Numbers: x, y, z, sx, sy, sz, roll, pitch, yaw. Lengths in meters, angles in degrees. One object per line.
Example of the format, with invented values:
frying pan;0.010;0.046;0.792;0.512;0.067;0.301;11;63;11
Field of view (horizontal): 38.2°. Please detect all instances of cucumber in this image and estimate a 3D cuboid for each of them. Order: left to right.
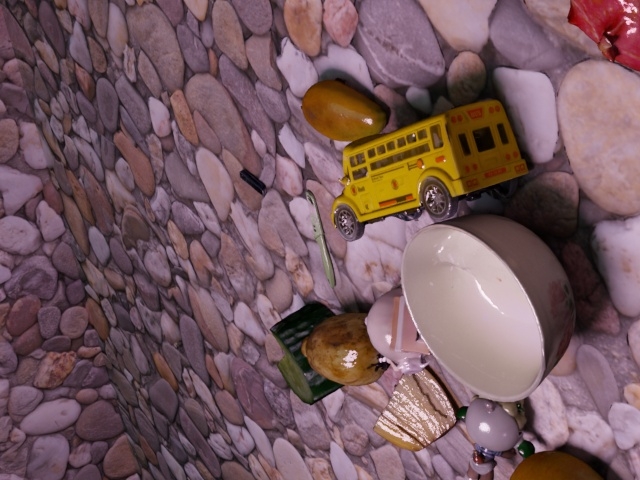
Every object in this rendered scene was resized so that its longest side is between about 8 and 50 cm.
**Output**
cucumber;-0.011;0.244;1.902;0.191;0.130;0.191;47;152;35

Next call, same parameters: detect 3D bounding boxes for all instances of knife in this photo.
knife;0.000;0.000;1.790;0.030;0.014;0.207;15;124;52

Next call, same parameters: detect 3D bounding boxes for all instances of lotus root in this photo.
lotus root;0.045;0.204;1.733;0.214;0.138;0.138;-7;109;35
lotus root;0.178;0.317;1.700;0.135;0.095;0.159;45;106;19

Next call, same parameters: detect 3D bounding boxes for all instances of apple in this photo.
apple;0.364;0.418;1.408;0.182;0.155;0.182;38;146;31

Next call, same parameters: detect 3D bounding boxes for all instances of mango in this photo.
mango;0.035;-0.210;1.522;0.187;0.066;0.101;22;132;38

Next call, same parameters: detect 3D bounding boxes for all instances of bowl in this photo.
bowl;0.256;0.079;1.320;0.277;0.145;0.277;35;139;37

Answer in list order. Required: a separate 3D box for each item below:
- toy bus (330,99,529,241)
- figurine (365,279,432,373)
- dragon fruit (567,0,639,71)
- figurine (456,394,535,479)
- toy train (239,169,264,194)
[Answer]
toy bus;0.138;-0.100;1.364;0.330;0.144;0.152;-14;94;57
figurine;0.163;0.143;1.552;0.236;0.141;0.163;-13;74;62
dragon fruit;0.322;-0.260;0.866;0.268;0.210;0.205;45;168;12
figurine;0.284;0.324;1.518;0.147;0.093;0.197;27;132;34
toy train;-0.137;-0.119;1.903;0.083;0.017;0.017;39;145;36
